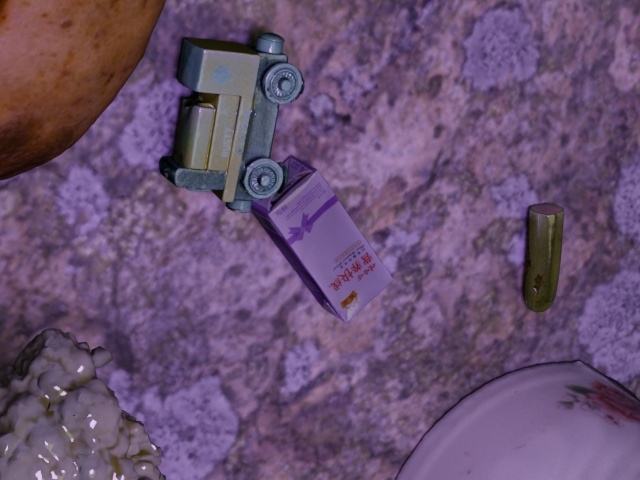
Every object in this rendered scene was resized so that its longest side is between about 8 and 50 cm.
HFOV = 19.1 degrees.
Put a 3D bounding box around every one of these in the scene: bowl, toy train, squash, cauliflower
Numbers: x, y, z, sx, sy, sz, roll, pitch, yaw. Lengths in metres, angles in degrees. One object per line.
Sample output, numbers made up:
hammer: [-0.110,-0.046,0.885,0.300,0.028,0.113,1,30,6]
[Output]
bowl: [0.190,0.246,1.461,0.277,0.145,0.277,-12,116,-26]
toy train: [-0.058,-0.078,1.240,0.081,0.050,0.122,4,106,-28]
squash: [0.167,0.015,1.426,0.027,0.027,0.083,-10,112,-28]
cauliflower: [-0.181,0.200,1.142,0.281,0.260,0.327,11,123,-30]

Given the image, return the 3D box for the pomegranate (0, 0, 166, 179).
pomegranate: [-0.210,-0.160,0.988,0.281,0.281,0.281,-12,114,-28]

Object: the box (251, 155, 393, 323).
box: [0.000,0.000,1.311,0.050,0.036,0.117,-44,125,-9]
